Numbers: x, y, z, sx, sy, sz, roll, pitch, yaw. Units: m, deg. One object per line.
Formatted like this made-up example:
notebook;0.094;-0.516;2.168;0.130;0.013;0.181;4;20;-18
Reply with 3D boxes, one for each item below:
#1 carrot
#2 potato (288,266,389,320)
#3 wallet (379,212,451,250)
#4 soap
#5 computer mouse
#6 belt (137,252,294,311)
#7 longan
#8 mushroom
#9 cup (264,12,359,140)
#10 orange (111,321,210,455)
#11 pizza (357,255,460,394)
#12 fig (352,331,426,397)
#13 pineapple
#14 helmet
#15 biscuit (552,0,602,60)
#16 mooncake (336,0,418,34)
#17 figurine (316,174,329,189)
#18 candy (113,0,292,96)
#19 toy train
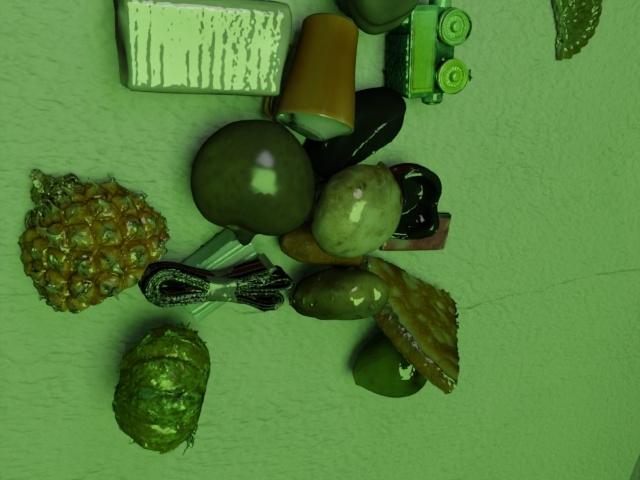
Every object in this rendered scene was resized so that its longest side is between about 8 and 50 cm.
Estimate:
carrot;0.000;0.000;1.522;0.224;0.159;0.159;-2;111;-12
potato;0.036;0.139;1.507;0.191;0.296;0.141;-9;89;-51
wallet;0.283;-0.026;1.709;0.232;0.025;0.119;-1;111;-26
soap;-0.260;0.076;1.436;0.230;0.091;0.145;-35;125;-11
computer mouse;0.078;-0.279;1.408;0.295;0.168;0.087;-39;143;-3
belt;-0.243;0.104;1.347;0.359;0.094;0.126;1;113;-28
longan;-0.150;-0.133;1.319;0.300;0.243;0.300;-2;114;-5
mushroom;0.087;-0.074;1.364;0.254;0.184;0.255;-16;121;-29
cup;-0.016;-0.368;1.313;0.182;0.226;0.264;15;84;-64
orange;-0.380;0.348;1.362;0.223;0.300;0.301;8;151;-11
pizza;0.295;0.232;1.676;0.130;0.440;0.406;-47;155;27
fig;0.217;0.372;1.732;0.230;0.207;0.207;-2;111;-21
pineapple;-0.514;-0.008;1.201;0.344;0.209;0.286;-36;122;-8
helmet;0.226;-0.107;1.546;0.189;0.193;0.216;34;100;-38
biscuit;0.757;-0.684;1.676;0.187;0.036;0.274;-29;120;-14
mooncake;0.098;-0.585;1.254;0.135;0.275;0.275;-30;121;-5
figurine;0.061;-0.157;1.524;0.143;0.068;0.101;-28;117;0
candy;-0.245;-0.415;1.211;0.358;0.145;0.208;-3;111;-25
toy train;0.265;-0.477;1.442;0.188;0.159;0.272;-8;114;-17
